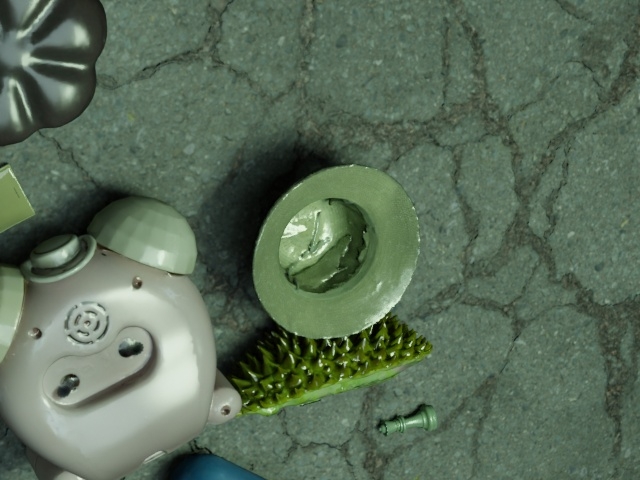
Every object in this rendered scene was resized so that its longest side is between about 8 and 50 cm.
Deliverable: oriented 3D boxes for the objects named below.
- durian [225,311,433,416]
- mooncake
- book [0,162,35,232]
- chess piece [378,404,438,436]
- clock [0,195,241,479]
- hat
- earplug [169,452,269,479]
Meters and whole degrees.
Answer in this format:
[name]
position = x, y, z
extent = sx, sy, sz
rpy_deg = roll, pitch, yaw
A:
[durian]
position = 0.013, 0.187, 1.886
extent = 0.355, 0.157, 0.170
rpy_deg = -14, 131, -23
[mooncake]
position = -0.369, -0.231, 1.544
extent = 0.244, 0.133, 0.245
rpy_deg = -7, 111, -18
[book]
position = -0.424, -0.039, 1.650
extent = 0.111, 0.014, 0.077
rpy_deg = -31, 119, -15
[chess piece]
position = 0.134, 0.287, 2.053
extent = 0.093, 0.042, 0.042
rpy_deg = -12, 113, -17
[clock]
position = -0.291, 0.134, 1.700
extent = 0.342, 0.184, 0.326
rpy_deg = -29, 115, -22
[hat]
position = 0.000, 0.000, 1.819
extent = 0.257, 0.130, 0.257
rpy_deg = -9, 112, -24
[earplug]
position = -0.107, 0.401, 1.919
extent = 0.273, 0.132, 0.132
rpy_deg = 36, 90, -29
